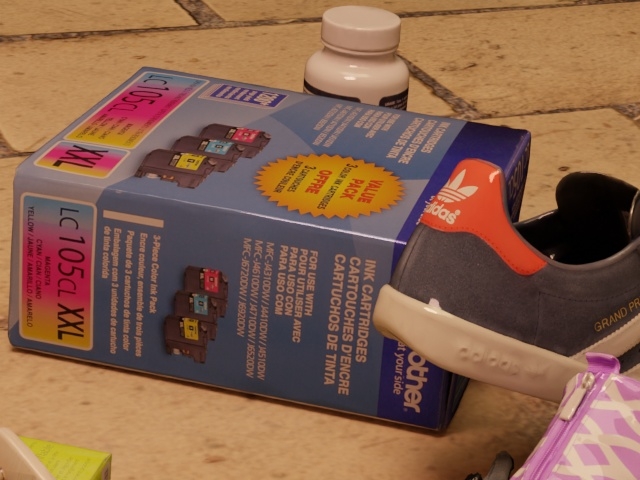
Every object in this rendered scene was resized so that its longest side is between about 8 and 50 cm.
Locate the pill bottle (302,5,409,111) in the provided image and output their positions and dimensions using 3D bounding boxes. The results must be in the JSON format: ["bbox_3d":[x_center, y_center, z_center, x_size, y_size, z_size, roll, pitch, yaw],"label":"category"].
[{"bbox_3d":[0.030,-0.118,1.554,0.094,0.169,0.094,4,25,-2],"label":"pill bottle"}]

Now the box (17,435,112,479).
[{"bbox_3d":[-0.229,0.153,1.066,0.178,0.042,0.109,9,24,10],"label":"box"}]

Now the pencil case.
[{"bbox_3d":[0.135,0.159,0.993,0.086,0.088,0.206,4,42,38],"label":"pencil case"}]

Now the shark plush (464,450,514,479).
[{"bbox_3d":[0.092,0.173,1.052,0.073,0.067,0.161,21,29,33],"label":"shark plush"}]

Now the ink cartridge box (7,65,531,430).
[{"bbox_3d":[0.000,0.000,1.324,0.396,0.151,0.270,12,25,11],"label":"ink cartridge box"}]

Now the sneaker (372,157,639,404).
[{"bbox_3d":[0.206,0.042,1.152,0.350,0.148,0.131,18,4,-34],"label":"sneaker"}]

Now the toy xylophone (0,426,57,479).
[{"bbox_3d":[-0.283,0.185,0.893,0.236,0.081,0.323,35,39,25],"label":"toy xylophone"}]
